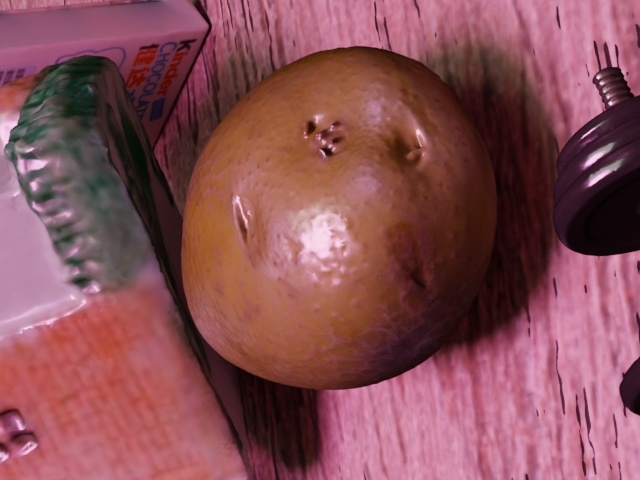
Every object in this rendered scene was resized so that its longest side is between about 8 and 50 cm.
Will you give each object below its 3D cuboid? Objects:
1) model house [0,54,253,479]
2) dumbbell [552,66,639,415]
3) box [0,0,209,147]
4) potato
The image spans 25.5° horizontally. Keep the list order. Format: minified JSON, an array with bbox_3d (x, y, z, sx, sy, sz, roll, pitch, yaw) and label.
[{"bbox_3d":[-0.240,0.060,0.900,0.194,0.324,0.267,-110,0,-65],"label":"model house"},{"bbox_3d":[0.157,0.014,0.589,0.099,0.099,0.209,-48,52,46],"label":"dumbbell"},{"bbox_3d":[-0.239,-0.059,1.046,0.048,0.265,0.273,52,132,24],"label":"box"},{"bbox_3d":[0.000,0.000,0.783,0.251,0.159,0.174,133,158,-62],"label":"potato"}]
